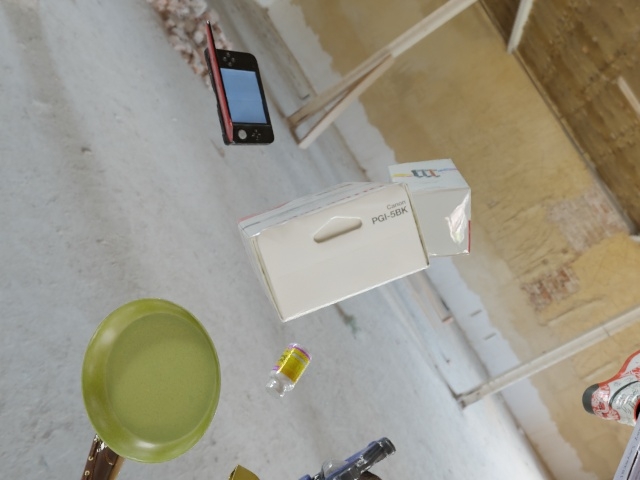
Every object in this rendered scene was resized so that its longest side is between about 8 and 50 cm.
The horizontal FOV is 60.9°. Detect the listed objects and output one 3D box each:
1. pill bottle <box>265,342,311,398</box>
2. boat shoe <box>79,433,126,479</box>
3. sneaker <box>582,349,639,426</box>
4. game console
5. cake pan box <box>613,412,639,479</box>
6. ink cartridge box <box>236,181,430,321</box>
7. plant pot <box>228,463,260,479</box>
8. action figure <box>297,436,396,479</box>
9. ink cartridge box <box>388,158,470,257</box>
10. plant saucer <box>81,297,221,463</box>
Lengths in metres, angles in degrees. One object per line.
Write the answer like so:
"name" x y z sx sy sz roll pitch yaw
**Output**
"pill bottle" -0.051 0.204 0.849 0.043 0.043 0.083 52 53 -22
"boat shoe" -0.397 0.434 0.929 0.073 0.073 0.206 23 52 -10
"sneaker" 0.750 0.338 1.248 0.145 0.270 0.090 -2 -71 67
"game console" -0.108 -0.211 0.751 0.124 0.085 0.143 -9 84 -41
"cake pan box" 0.545 0.385 0.759 0.246 0.266 0.070 27 -19 17
"ink cartridge box" 0.000 0.000 0.374 0.135 0.099 0.056 -151 -138 -77
"plant pot" -0.197 0.636 1.390 0.083 0.081 0.081 25 45 -6
"action figure" -0.023 0.412 0.661 0.178 0.341 0.330 56 12 1
"ink cartridge box" 0.196 -0.062 1.005 0.176 0.128 0.128 -83 167 -66
"plant saucer" -0.250 0.207 0.820 0.240 0.241 0.037 62 13 15
